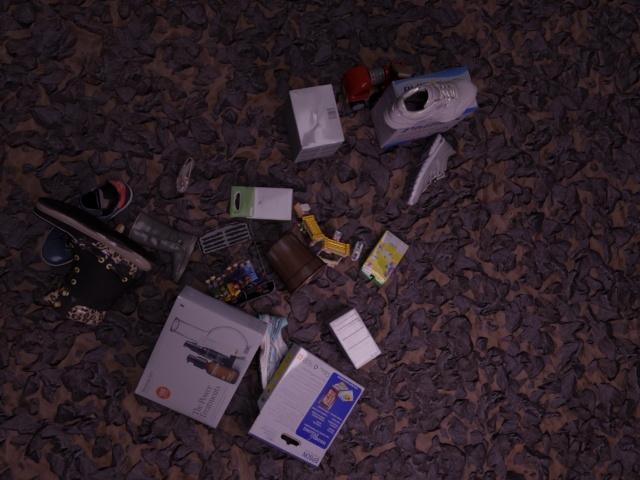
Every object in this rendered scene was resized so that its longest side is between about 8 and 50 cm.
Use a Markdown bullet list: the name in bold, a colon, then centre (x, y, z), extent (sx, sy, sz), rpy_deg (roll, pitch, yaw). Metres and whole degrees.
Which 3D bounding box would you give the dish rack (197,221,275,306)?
- **dish rack**: centre (-0.289, 0.077, 1.671), extent (0.208, 0.074, 0.272), rpy_deg (-19, 89, -11)

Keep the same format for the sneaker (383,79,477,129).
- **sneaker**: centre (0.345, -0.412, 1.479), extent (0.304, 0.152, 0.114), rpy_deg (-21, 87, -12)

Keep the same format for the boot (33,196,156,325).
- **boot**: centre (-0.727, 0.071, 1.488), extent (0.377, 0.138, 0.284), rpy_deg (37, 94, -35)

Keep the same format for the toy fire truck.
- **toy fire truck**: centre (0.202, -0.550, 1.702), extent (0.216, 0.246, 0.159), rpy_deg (-14, 78, -10)

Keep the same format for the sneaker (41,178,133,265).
- **sneaker**: centre (-0.752, -0.066, 1.567), extent (0.131, 0.148, 0.350), rpy_deg (41, 81, -4)

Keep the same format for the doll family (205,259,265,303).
- **doll family**: centre (-0.267, 0.144, 1.593), extent (0.192, 0.076, 0.111), rpy_deg (-32, 70, -5)

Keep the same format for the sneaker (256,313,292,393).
- **sneaker**: centre (-0.150, 0.385, 1.653), extent (0.122, 0.110, 0.283), rpy_deg (-1, 86, -13)

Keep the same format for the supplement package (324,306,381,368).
- **supplement package**: centre (0.108, 0.329, 1.700), extent (0.105, 0.105, 0.179), rpy_deg (-31, 91, -10)

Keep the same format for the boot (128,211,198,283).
- **boot**: centre (-0.528, 0.024, 1.635), extent (0.208, 0.076, 0.190), rpy_deg (21, 68, -14)

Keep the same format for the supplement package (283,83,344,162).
- **supplement package**: centre (-0.028, -0.389, 1.685), extent (0.149, 0.203, 0.195), rpy_deg (-12, 88, -11)

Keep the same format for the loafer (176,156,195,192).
- **loafer**: centre (-0.459, -0.223, 1.683), extent (0.045, 0.039, 0.125), rpy_deg (19, 83, -8)

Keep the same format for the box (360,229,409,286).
- **box**: centre (0.223, 0.066, 1.772), extent (0.105, 0.043, 0.179), rpy_deg (37, 78, -5)

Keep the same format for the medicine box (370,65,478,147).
- **medicine box**: centre (0.343, -0.449, 1.706), extent (0.263, 0.289, 0.149), rpy_deg (-15, 88, -10)

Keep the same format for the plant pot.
- **plant pot**: centre (-0.090, 0.072, 1.668), extent (0.167, 0.167, 0.165), rpy_deg (-40, 84, -10)

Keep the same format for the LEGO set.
- **LEGO set**: centre (0.000, 0.000, 1.731), extent (0.286, 0.107, 0.132), rpy_deg (34, 46, -1)

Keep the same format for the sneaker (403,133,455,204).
- **sneaker**: centre (0.400, -0.243, 1.794), extent (0.115, 0.105, 0.282), rpy_deg (31, 84, -12)

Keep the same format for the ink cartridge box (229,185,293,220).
- **ink cartridge box**: centre (-0.198, -0.124, 1.701), extent (0.209, 0.062, 0.109), rpy_deg (3, 85, 0)

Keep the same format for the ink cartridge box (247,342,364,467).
- **ink cartridge box**: centre (-0.048, 0.542, 1.634), extent (0.303, 0.072, 0.307), rpy_deg (38, 81, -26)

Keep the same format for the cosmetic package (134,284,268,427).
- **cosmetic package**: centre (-0.372, 0.366, 1.553), extent (0.284, 0.097, 0.378), rpy_deg (26, 107, -4)

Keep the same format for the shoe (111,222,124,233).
- **shoe**: centre (-0.696, 0.041, 1.613), extent (0.058, 0.076, 0.219), rpy_deg (36, 85, -30)
